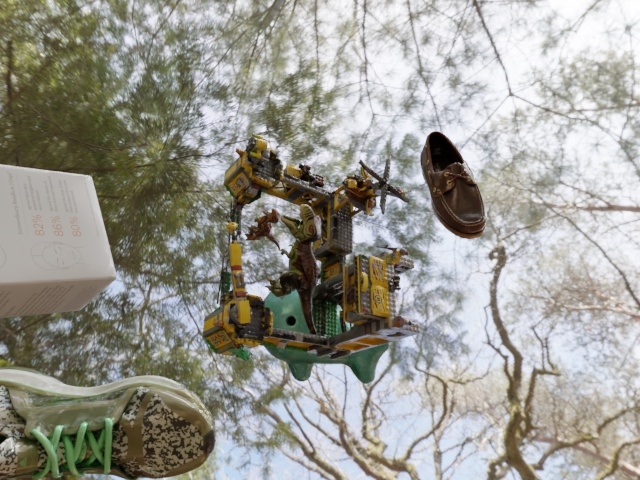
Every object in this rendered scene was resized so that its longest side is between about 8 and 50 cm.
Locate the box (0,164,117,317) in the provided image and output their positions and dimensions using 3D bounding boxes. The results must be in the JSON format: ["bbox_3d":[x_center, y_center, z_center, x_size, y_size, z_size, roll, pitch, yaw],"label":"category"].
[{"bbox_3d":[-0.313,0.002,0.454,0.171,0.091,0.129,2,-119,-52],"label":"box"}]

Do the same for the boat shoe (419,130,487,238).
[{"bbox_3d":[0.206,-0.094,0.738,0.073,0.206,0.073,-12,-43,-5],"label":"boat shoe"}]

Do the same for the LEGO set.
[{"bbox_3d":[0.000,0.000,0.586,0.255,0.192,0.330,26,-125,-26],"label":"LEGO set"}]

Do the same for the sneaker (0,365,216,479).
[{"bbox_3d":[-0.354,0.283,0.637,0.411,0.182,0.157,2,-85,5],"label":"sneaker"}]

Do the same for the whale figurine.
[{"bbox_3d":[-0.001,0.186,0.936,0.272,0.141,0.216,26,-96,14],"label":"whale figurine"}]
